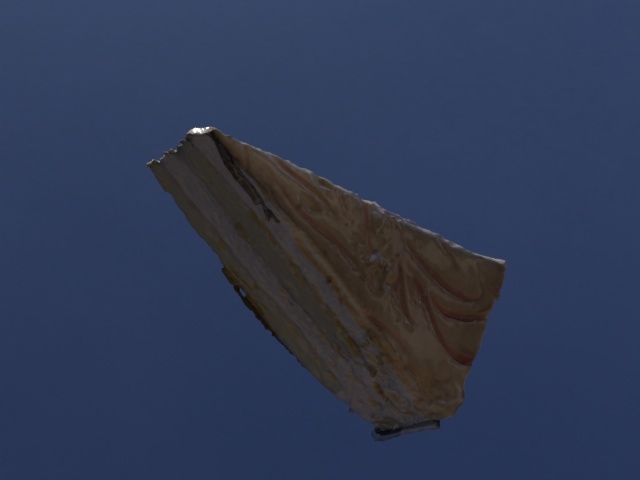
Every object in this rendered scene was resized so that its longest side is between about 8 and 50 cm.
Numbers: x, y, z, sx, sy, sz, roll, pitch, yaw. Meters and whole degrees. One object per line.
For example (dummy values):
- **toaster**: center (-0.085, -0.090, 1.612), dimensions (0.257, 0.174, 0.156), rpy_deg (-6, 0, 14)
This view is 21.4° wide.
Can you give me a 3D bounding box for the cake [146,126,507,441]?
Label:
- **cake**: center (0.000, 0.000, 0.528), dimensions (0.121, 0.052, 0.065), rpy_deg (46, -120, -22)
